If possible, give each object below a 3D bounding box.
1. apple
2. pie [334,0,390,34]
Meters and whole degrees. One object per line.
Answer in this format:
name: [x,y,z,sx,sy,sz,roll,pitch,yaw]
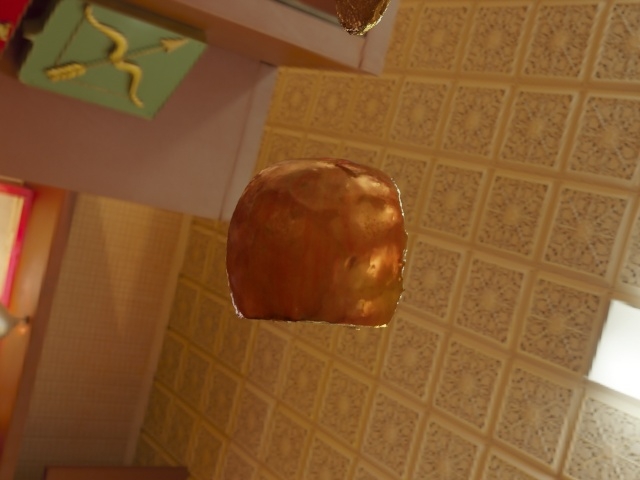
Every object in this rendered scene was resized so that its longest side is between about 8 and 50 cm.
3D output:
apple: [0.000,0.000,1.522,0.314,0.252,0.309,2,-95,9]
pie: [0.082,-0.519,1.771,0.185,0.052,0.218,-41,-130,45]
